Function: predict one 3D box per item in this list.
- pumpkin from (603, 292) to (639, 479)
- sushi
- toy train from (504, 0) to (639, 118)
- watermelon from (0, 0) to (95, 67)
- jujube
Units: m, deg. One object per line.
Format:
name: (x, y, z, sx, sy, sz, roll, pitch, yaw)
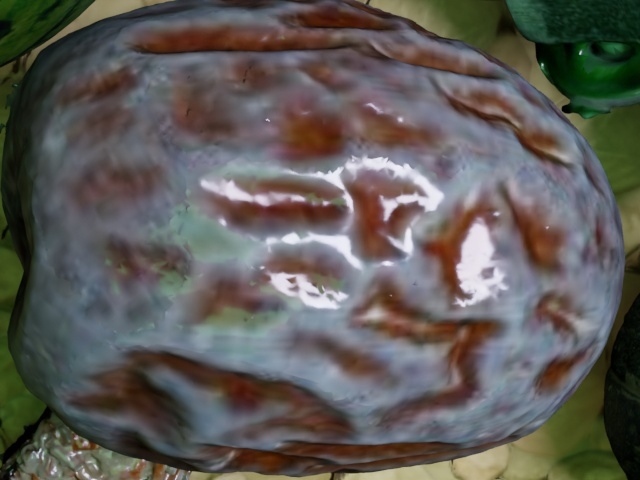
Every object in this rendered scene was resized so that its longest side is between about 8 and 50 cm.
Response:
pumpkin: (0.248, 0.084, 0.766, 0.190, 0.146, 0.190, 0, 98, -2)
sushi: (-0.125, 0.120, 0.801, 0.090, 0.078, 0.150, 42, 96, -8)
toy train: (0.186, -0.166, 0.641, 0.145, 0.266, 0.201, 45, 65, -45)
watermelon: (-0.227, -0.171, 0.659, 0.331, 0.330, 0.189, 21, 132, -5)
jujube: (0.002, 0.008, 0.689, 0.308, 0.215, 0.246, -1, 130, -17)
